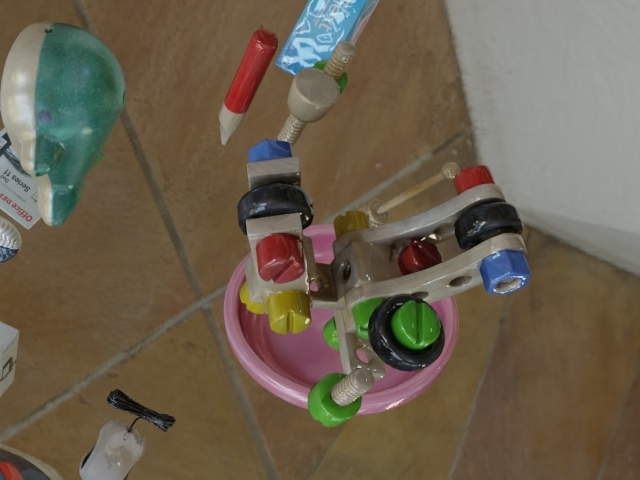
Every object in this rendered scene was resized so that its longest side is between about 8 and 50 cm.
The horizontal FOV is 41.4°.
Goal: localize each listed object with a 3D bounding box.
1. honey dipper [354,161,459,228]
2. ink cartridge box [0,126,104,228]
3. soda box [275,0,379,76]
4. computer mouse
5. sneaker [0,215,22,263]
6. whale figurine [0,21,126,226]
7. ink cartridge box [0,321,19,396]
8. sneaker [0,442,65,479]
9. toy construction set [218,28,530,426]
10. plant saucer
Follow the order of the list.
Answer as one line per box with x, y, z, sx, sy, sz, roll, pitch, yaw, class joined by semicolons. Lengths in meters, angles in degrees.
0.093;-0.047;0.922;0.031;0.161;0.030;17;61;-33;honey dipper
-0.542;-0.146;1.602;0.208;0.087;0.153;-46;142;-5;ink cartridge box
0.026;-0.308;1.135;0.210;0.071;0.067;-60;171;11;soda box
-0.272;0.278;1.183;0.106;0.193;0.042;34;111;-7;computer mouse
-0.530;-0.022;1.284;0.153;0.235;0.094;-36;125;-72;sneaker
-0.326;-0.148;1.114;0.141;0.216;0.272;4;126;-4;whale figurine
-0.575;0.193;1.425;0.063;0.109;0.150;-64;179;-48;ink cartridge box
-0.449;0.240;0.902;0.148;0.350;0.131;47;56;-75;sneaker
0.000;0.000;0.760;0.258;0.237;0.308;-22;73;-33;toy construction set
0.028;0.117;1.220;0.332;0.332;0.084;-31;146;-31;plant saucer
